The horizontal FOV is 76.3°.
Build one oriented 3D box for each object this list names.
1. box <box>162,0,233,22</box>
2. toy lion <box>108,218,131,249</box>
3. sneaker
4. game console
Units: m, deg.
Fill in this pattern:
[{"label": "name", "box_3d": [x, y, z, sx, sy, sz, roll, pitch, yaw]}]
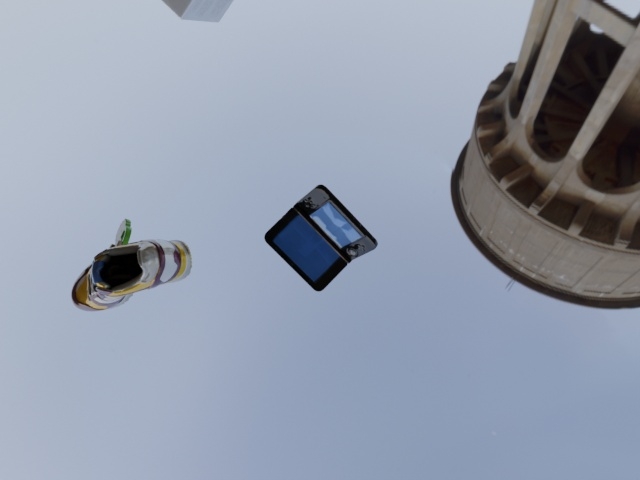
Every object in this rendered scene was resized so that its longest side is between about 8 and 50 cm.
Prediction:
[{"label": "box", "box_3d": [-0.209, -0.423, 0.628, 0.091, 0.130, 0.170, -43, -164, 23]}, {"label": "toy lion", "box_3d": [-0.517, -0.013, 1.068, 0.100, 0.034, 0.096, -13, -118, 48]}, {"label": "sneaker", "box_3d": [-0.248, 0.040, 0.482, 0.185, 0.084, 0.070, -22, -101, 20]}, {"label": "game console", "box_3d": [0.000, 0.000, 0.686, 0.144, 0.124, 0.085, 45, -126, -10]}]
